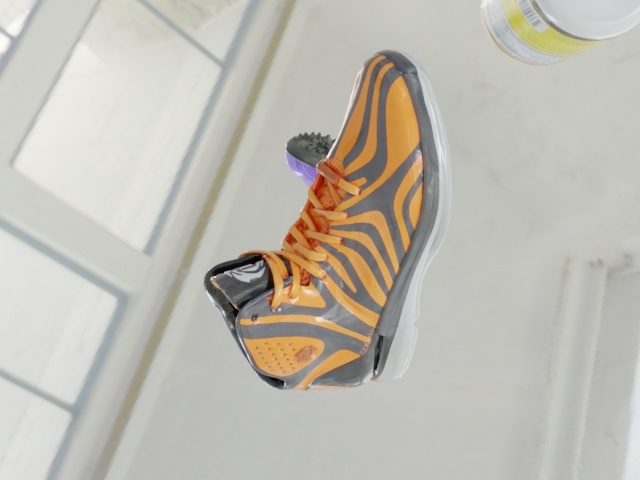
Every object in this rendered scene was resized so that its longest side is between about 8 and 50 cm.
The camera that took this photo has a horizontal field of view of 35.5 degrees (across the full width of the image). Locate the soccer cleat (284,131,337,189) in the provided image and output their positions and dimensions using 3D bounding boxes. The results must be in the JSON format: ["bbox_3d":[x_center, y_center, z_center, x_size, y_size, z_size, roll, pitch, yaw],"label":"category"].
[{"bbox_3d":[0.039,-0.074,1.441,0.109,0.318,0.116,40,-74,27],"label":"soccer cleat"}]

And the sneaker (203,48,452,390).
[{"bbox_3d":[0.000,0.000,0.846,0.124,0.180,0.321,-135,-136,-56],"label":"sneaker"}]

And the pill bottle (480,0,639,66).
[{"bbox_3d":[0.218,-0.226,0.917,0.117,0.117,0.215,-55,-174,-2],"label":"pill bottle"}]
